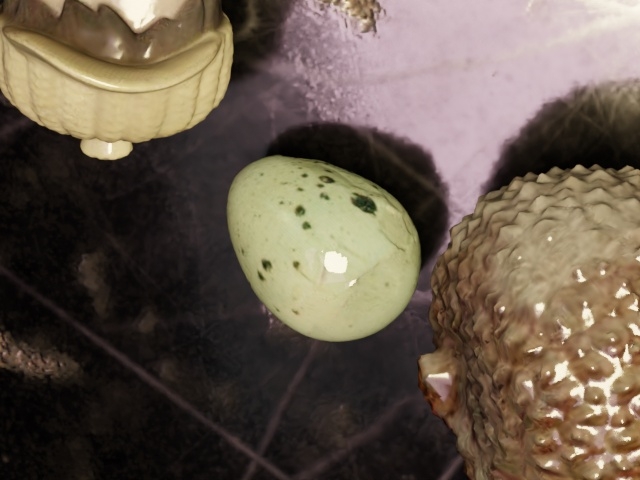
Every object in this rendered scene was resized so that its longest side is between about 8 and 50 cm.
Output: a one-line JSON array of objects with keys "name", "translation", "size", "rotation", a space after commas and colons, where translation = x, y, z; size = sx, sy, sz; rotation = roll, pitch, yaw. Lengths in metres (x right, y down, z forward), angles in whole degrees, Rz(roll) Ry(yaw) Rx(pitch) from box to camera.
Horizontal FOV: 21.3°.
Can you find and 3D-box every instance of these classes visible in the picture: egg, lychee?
[{"name": "egg", "translation": [0.000, 0.000, 1.284], "size": [0.164, 0.131, 0.131], "rotation": [44, 113, 5]}, {"name": "lychee", "translation": [0.207, 0.080, 1.177], "size": [0.300, 0.300, 0.300], "rotation": [4, 109, 13]}]

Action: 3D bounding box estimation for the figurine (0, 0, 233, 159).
[{"name": "figurine", "translation": [-0.137, -0.230, 1.246], "size": [0.185, 0.204, 0.332], "rotation": [9, 81, 13]}]
